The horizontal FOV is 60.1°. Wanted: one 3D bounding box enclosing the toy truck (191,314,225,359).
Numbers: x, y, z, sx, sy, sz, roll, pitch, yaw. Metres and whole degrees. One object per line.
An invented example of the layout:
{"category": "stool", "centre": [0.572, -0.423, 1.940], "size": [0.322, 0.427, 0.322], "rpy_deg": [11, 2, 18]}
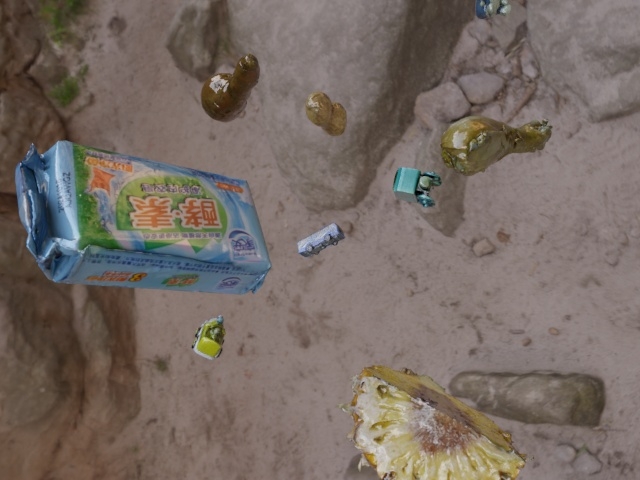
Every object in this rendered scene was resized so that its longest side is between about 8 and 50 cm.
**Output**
{"category": "toy truck", "centre": [-0.268, 0.234, 1.375], "size": [0.077, 0.076, 0.111], "rpy_deg": [-55, 16, 27]}

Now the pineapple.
{"category": "pineapple", "centre": [0.184, 0.386, 1.082], "size": [0.344, 0.286, 0.209], "rpy_deg": [28, 90, 3]}

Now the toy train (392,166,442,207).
{"category": "toy train", "centre": [0.322, -0.178, 1.856], "size": [0.154, 0.198, 0.107], "rpy_deg": [14, 86, 13]}

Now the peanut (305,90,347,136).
{"category": "peanut", "centre": [0.018, -0.344, 1.506], "size": [0.089, 0.192, 0.089], "rpy_deg": [-4, 80, 26]}

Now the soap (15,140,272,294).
{"category": "soap", "centre": [-0.185, -0.019, 0.632], "size": [0.077, 0.293, 0.156], "rpy_deg": [-47, 50, 36]}

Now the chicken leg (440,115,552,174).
{"category": "chicken leg", "centre": [0.505, -0.280, 1.566], "size": [0.153, 0.429, 0.201], "rpy_deg": [66, 149, 20]}

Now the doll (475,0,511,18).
{"category": "doll", "centre": [0.274, -0.406, 0.908], "size": [0.050, 0.076, 0.083], "rpy_deg": [4, 112, 42]}

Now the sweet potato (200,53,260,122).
{"category": "sweet potato", "centre": [-0.145, -0.226, 0.861], "size": [0.269, 0.074, 0.075], "rpy_deg": [-176, 96, -67]}

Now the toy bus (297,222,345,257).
{"category": "toy bus", "centre": [0.000, 0.000, 1.704], "size": [0.153, 0.051, 0.061], "rpy_deg": [-29, 57, 21]}
